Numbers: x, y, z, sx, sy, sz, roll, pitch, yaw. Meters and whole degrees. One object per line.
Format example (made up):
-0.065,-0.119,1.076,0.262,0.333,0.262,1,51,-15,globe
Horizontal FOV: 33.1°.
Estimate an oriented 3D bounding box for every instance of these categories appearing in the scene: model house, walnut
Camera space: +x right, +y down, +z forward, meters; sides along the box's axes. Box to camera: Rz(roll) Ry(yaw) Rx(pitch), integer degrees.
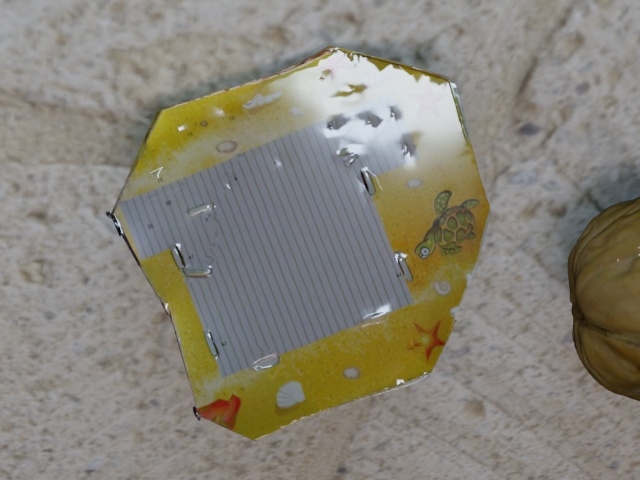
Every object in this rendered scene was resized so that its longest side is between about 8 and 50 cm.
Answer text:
0.000,0.000,0.691,0.219,0.207,0.136,-24,175,0,model house
0.268,0.038,0.763,0.184,0.155,0.155,-5,139,0,walnut
